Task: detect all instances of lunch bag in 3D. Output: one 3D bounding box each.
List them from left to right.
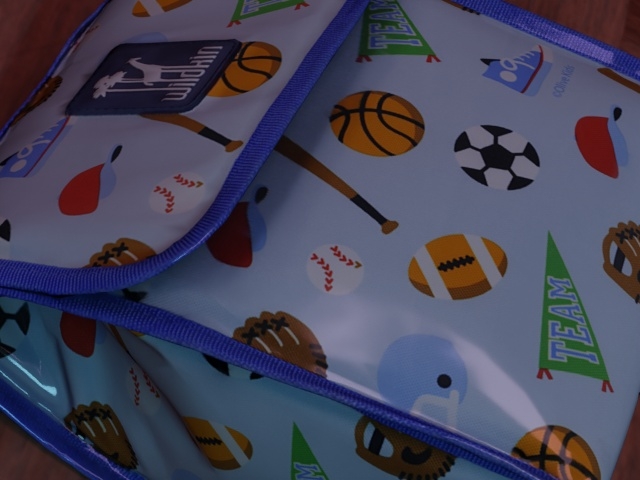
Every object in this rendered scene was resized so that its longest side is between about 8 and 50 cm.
[{"bbox_3d":[0.000,0.000,0.968,0.385,0.239,0.328,24,50,6],"label":"lunch bag"}]
